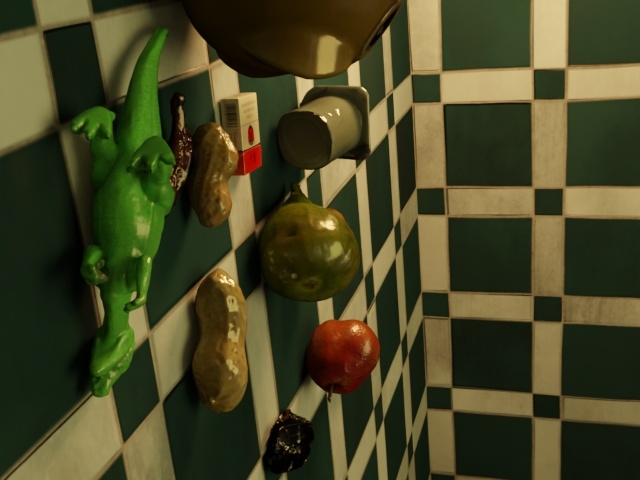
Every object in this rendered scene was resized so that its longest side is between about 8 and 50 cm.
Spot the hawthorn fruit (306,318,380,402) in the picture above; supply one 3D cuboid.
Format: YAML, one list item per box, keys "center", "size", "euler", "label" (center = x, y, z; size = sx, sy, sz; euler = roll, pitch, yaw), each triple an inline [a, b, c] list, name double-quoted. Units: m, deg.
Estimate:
- center: [0.050, 0.319, 2.134]
  size: [0.197, 0.196, 0.226]
  euler: [71, 33, -48]
  label: "hawthorn fruit"

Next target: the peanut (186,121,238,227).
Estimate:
- center: [-0.191, -0.117, 1.469]
  size: [0.089, 0.089, 0.193]
  euler: [22, 69, -72]
  label: "peanut"

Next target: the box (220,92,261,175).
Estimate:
- center: [-0.157, -0.213, 1.645]
  size: [0.100, 0.048, 0.152]
  euler: [-42, 129, -65]
  label: "box"

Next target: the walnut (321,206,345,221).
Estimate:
- center: [0.000, 0.000, 2.020]
  size: [0.166, 0.149, 0.167]
  euler: [-22, 121, -42]
  label: "walnut"

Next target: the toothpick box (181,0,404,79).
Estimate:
- center: [-0.041, -0.486, 1.385]
  size: [0.409, 0.408, 0.426]
  euler: [-19, 118, -72]
  label: "toothpick box"

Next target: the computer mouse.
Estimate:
- center: [-0.064, 0.477, 1.947]
  size: [0.241, 0.077, 0.147]
  euler: [1, 89, -73]
  label: "computer mouse"

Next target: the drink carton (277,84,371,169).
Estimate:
- center: [-0.001, -0.255, 1.959]
  size: [0.189, 0.191, 0.186]
  euler: [-44, 137, -53]
  label: "drink carton"

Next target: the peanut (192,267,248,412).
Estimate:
- center: [-0.181, 0.182, 1.500]
  size: [0.117, 0.101, 0.263]
  euler: [130, -38, -85]
  label: "peanut"

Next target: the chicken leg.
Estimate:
- center: [-0.245, -0.136, 1.351]
  size: [0.093, 0.053, 0.205]
  euler: [52, 42, -62]
  label: "chicken leg"

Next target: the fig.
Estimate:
- center: [-0.011, -0.005, 1.830]
  size: [0.314, 0.233, 0.233]
  euler: [-65, 151, -42]
  label: "fig"

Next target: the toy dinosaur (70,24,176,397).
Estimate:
- center: [-0.260, -0.062, 1.239]
  size: [0.500, 0.143, 0.375]
  euler: [-83, 180, -53]
  label: "toy dinosaur"
